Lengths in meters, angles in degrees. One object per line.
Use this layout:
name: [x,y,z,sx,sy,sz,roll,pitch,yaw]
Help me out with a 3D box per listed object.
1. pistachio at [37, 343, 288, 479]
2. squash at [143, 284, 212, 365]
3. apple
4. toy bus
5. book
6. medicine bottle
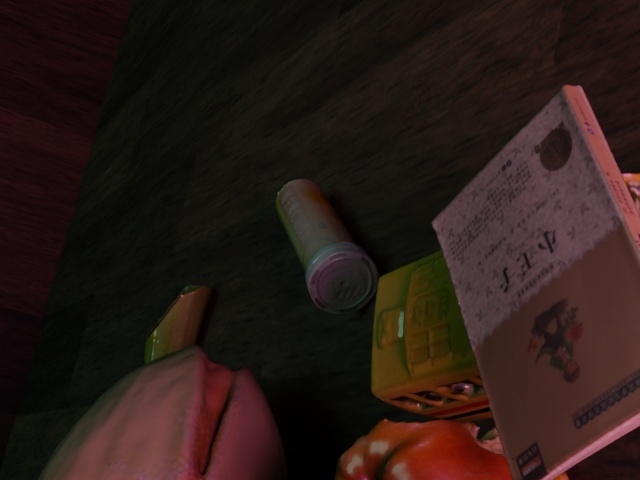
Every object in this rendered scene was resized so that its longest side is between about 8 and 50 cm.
pistachio: [-0.151,0.305,1.019,0.445,0.281,0.365,-84,12,-59]
squash: [-0.219,0.154,1.498,0.090,0.075,0.200,-2,71,61]
apple: [0.079,0.194,0.692,0.156,0.158,0.147,-14,71,51]
toy bus: [0.164,0.040,0.673,0.335,0.123,0.121,-29,50,56]
book: [0.130,0.025,0.594,0.138,0.016,0.198,-48,42,40]
medicine bottle: [0.000,0.000,1.140,0.074,0.074,0.218,-64,22,16]
